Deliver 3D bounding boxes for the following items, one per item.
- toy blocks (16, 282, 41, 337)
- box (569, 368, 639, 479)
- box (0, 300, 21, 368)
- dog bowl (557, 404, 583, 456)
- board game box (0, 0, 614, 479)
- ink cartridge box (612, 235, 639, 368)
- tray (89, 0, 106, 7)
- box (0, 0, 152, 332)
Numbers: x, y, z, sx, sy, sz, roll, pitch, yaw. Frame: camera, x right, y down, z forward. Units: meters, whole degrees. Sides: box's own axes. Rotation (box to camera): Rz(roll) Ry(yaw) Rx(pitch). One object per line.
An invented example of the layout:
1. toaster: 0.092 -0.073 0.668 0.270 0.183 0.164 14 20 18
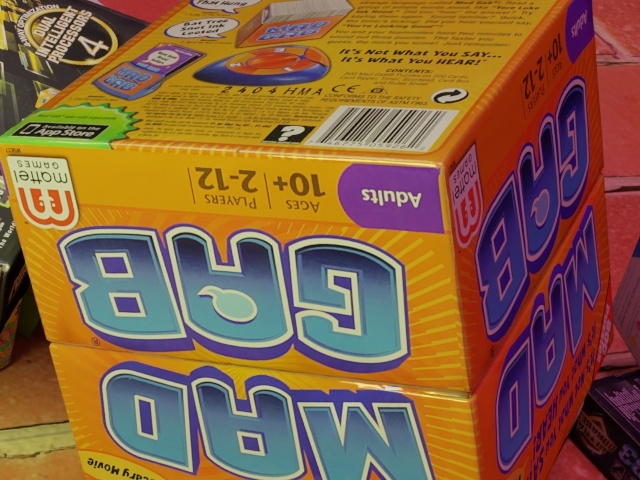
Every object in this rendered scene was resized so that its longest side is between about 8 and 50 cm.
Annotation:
1. toy blocks: -0.212 -0.019 1.568 0.381 0.190 0.261 33 25 2
2. box: 0.457 0.239 1.587 0.293 0.073 0.295 -9 41 -36
3. box: -0.468 0.032 1.349 0.279 0.177 0.290 32 35 21
4. dog bowl: 0.130 0.148 1.532 0.265 0.104 0.265 12 34 -8
5. board game box: 0.016 0.009 1.234 0.357 0.356 0.356 5 31 25
6. ink cartridge box: 0.442 0.088 1.585 0.168 0.171 0.232 6 32 -17
7. tray: -0.221 -0.180 1.630 0.145 0.030 0.270 39 17 -37
8. box: -0.356 -0.115 1.331 0.318 0.097 0.395 19 41 2
